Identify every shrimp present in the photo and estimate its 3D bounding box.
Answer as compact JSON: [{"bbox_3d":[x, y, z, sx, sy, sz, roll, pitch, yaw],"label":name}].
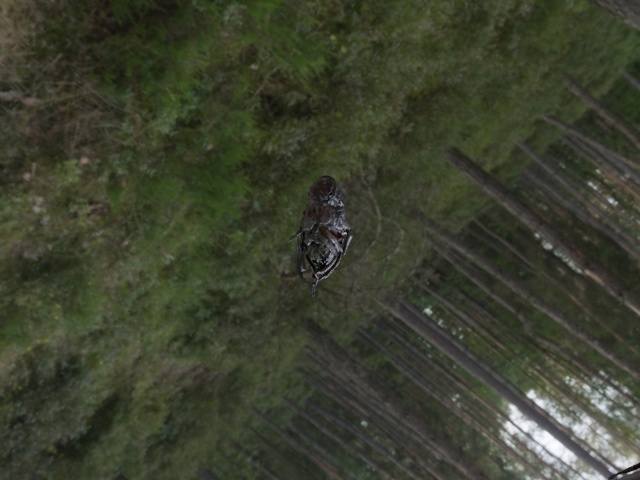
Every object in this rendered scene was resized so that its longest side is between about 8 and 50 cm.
[{"bbox_3d":[0.000,0.000,0.884,0.073,0.075,0.190,-7,116,-41],"label":"shrimp"}]

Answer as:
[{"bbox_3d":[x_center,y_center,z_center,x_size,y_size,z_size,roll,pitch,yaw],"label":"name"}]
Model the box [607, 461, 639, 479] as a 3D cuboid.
[{"bbox_3d":[0.281,0.321,0.341,0.112,0.369,0.190,-18,-175,-6],"label":"box"}]
